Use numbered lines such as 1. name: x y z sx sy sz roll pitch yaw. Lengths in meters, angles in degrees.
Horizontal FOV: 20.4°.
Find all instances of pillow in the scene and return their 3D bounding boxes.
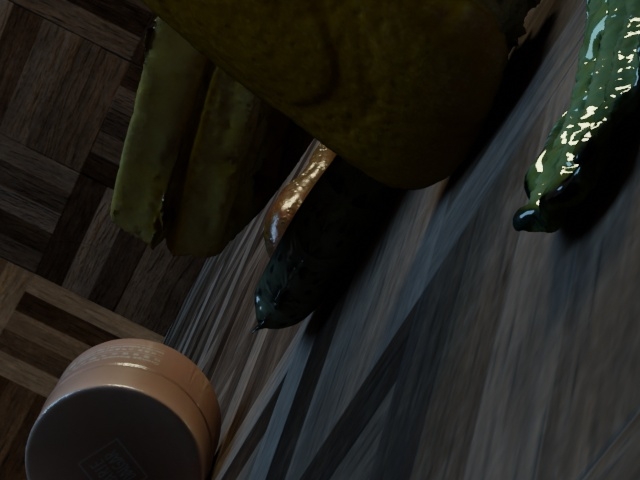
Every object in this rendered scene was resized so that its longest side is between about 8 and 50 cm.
1. pillow: -0.001 0.001 1.217 0.093 0.051 0.241 -50 -5 -44

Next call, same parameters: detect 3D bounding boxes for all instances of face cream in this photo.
1. face cream: -0.162 0.168 1.483 0.149 0.149 0.104 -62 4 19

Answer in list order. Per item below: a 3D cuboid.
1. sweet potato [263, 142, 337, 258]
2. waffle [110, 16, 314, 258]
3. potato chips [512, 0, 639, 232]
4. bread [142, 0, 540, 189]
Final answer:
1. sweet potato: -0.007 -0.047 1.615 0.050 0.050 0.214 -60 2 38
2. waffle: -0.040 -0.141 1.236 0.327 0.098 0.224 -62 -11 -63
3. potato chips: 0.109 -0.083 0.668 0.092 0.028 0.207 -54 12 54
4. bread: 0.002 -0.142 0.959 0.121 0.245 0.174 -45 -9 -22
